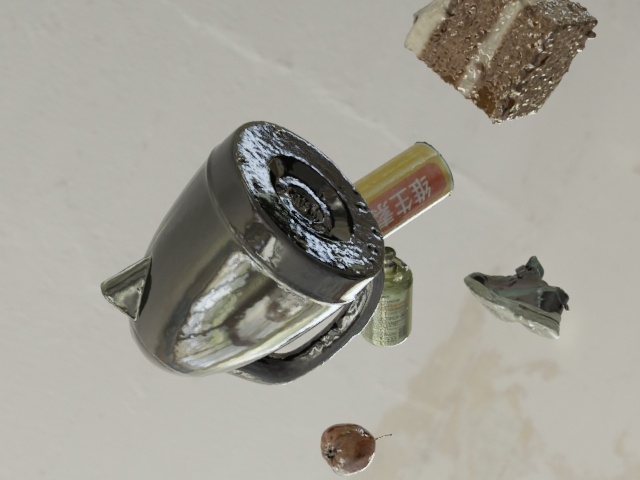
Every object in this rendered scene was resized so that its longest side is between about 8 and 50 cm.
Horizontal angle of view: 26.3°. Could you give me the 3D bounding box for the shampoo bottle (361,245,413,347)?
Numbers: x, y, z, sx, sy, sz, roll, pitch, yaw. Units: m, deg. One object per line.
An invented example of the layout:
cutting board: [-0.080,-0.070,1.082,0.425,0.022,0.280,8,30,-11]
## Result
shampoo bottle: [0.093,0.073,1.951,0.079,0.079,0.162,-39,-36,-33]

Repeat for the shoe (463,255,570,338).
shoe: [0.284,0.067,1.921,0.099,0.169,0.071,-57,-39,-8]

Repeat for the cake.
cake: [0.191,-0.221,1.462,0.134,0.147,0.135,-16,-38,-55]

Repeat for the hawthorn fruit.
hawthorn fruit: [0.046,0.254,1.709,0.103,0.067,0.067,-14,-59,-46]

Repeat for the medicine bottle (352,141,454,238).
medicine bottle: [0.000,0.000,1.884,0.426,0.108,0.108,-34,-44,-24]

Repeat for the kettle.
kettle: [-0.084,0.037,1.439,0.271,0.207,0.250,-43,-19,26]
